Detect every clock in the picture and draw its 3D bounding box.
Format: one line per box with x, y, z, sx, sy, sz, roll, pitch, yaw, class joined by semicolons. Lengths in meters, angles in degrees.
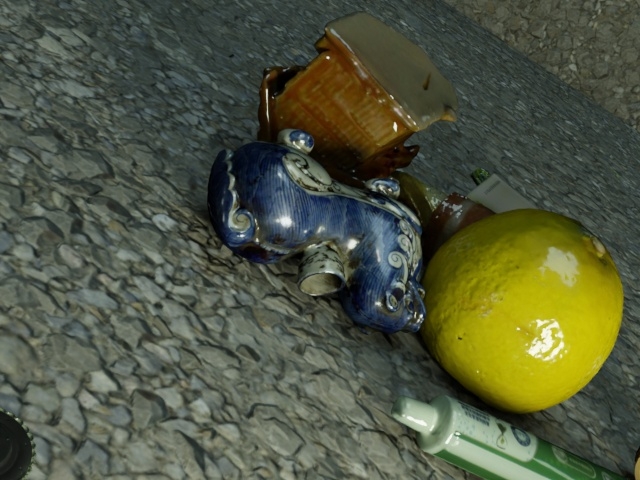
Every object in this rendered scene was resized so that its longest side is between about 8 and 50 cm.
-0.238;0.147;0.674;0.074;0.010;0.083;33;27;-5;clock

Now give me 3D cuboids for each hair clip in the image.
0.329;-0.070;1.680;0.060;0.033;0.188;1;33;-39;hair clip

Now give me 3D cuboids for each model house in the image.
0.033;-0.169;1.276;0.220;0.229;0.199;53;29;-5;model house

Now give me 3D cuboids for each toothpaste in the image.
0.234;0.246;1.021;0.392;0.061;0.099;27;27;-23;toothpaste

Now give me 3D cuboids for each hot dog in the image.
0.193;0.002;1.310;0.261;0.123;0.093;27;59;19;hot dog

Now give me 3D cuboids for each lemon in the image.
0.251;0.071;1.148;0.240;0.219;0.240;32;25;-17;lemon

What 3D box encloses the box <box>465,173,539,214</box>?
0.295;-0.007;1.503;0.175;0.062;0.260;40;26;9;box

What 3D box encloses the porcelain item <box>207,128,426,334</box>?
0.000;0.000;1.089;0.288;0.138;0.186;23;46;-33;porcelain item

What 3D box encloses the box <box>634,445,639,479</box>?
0.434;0.278;1.149;0.105;0.105;0.037;38;34;5;box
